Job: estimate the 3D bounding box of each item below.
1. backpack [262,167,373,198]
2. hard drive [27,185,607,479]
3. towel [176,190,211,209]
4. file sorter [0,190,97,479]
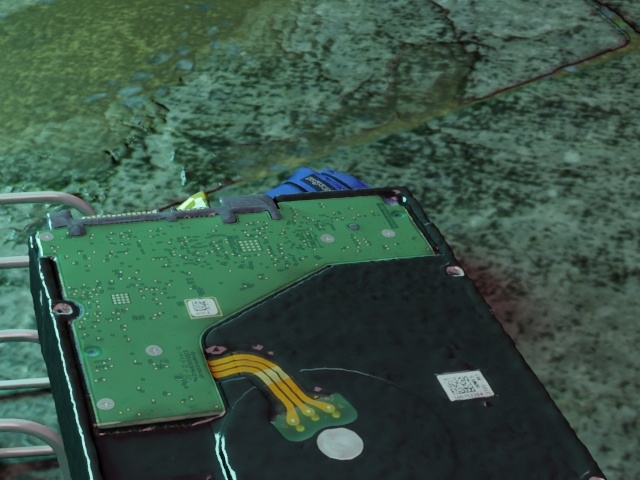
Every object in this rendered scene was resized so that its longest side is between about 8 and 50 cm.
[{"bbox_3d":[0.000,0.000,0.990,0.120,0.101,0.098,-31,53,-30],"label":"backpack"},{"bbox_3d":[-0.009,0.089,0.671,0.236,0.064,0.339,-5,35,-18],"label":"hard drive"},{"bbox_3d":[-0.100,0.069,0.940,0.102,0.021,0.237,-43,37,22],"label":"towel"},{"bbox_3d":[-0.221,0.124,0.812,0.173,0.193,0.278,-3,41,-1],"label":"file sorter"}]
